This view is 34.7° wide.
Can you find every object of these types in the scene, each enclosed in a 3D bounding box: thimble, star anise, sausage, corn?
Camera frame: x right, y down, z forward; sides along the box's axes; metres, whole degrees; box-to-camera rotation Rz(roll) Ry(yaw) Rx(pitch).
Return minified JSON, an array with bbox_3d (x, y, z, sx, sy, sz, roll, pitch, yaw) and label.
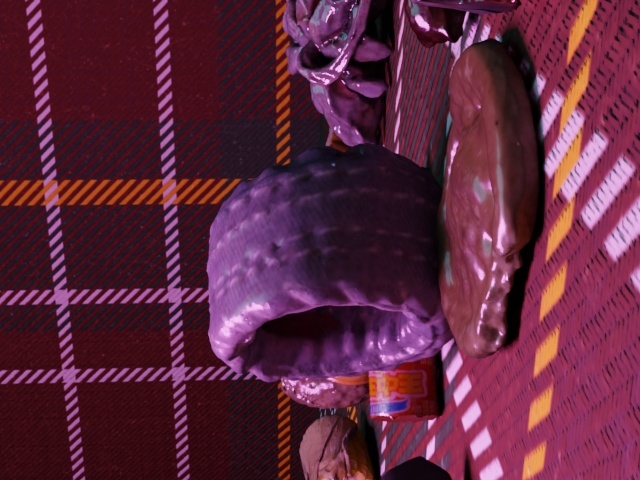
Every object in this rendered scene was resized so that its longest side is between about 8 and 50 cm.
[{"bbox_3d":[0.010,0.025,0.954,0.205,0.236,0.172,31,-136,-44],"label":"thimble"},{"bbox_3d":[0.012,-0.301,1.449,0.316,0.139,0.359,-5,101,63],"label":"star anise"},{"bbox_3d":[0.084,0.051,1.070,0.074,0.074,0.274,104,166,-78],"label":"sausage"},{"bbox_3d":[0.025,0.378,1.699,0.305,0.123,0.122,-115,-1,-82],"label":"corn"}]

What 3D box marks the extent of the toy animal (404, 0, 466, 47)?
[{"bbox_3d":[0.070,-0.253,0.849,0.218,0.116,0.180,-154,64,-79],"label":"toy animal"}]

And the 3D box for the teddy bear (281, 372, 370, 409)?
[{"bbox_3d":[0.041,0.131,1.398,0.140,0.177,0.190,23,126,36],"label":"teddy bear"}]

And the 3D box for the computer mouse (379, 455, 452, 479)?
[{"bbox_3d":[0.085,0.276,0.889,0.057,0.099,0.172,173,101,-72],"label":"computer mouse"}]

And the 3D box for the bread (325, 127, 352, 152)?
[{"bbox_3d":[0.022,-0.076,1.589,0.236,0.070,0.236,-162,90,-88],"label":"bread"}]

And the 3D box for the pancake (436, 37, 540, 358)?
[{"bbox_3d":[0.114,-0.028,0.761,0.236,0.042,0.222,94,173,-61],"label":"pancake"}]

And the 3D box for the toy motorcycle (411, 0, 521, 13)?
[{"bbox_3d":[0.081,-0.186,0.628,0.212,0.118,0.084,-109,34,-79],"label":"toy motorcycle"}]
